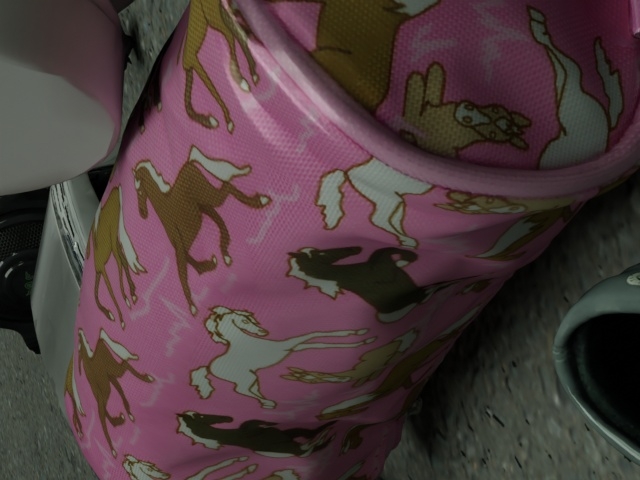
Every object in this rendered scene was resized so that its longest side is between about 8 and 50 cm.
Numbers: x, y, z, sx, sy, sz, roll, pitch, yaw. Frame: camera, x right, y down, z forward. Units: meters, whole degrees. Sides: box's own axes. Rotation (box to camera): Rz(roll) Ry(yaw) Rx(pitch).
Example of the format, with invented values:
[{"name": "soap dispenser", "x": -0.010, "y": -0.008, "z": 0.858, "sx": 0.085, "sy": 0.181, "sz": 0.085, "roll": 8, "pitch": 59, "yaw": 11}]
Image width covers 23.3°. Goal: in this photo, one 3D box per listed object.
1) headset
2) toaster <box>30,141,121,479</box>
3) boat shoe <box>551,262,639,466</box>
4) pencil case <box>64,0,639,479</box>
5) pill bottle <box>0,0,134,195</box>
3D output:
[{"name": "headset", "x": -0.223, "y": -0.060, "z": 1.247, "sx": 0.394, "sy": 0.185, "sz": 0.243, "roll": 92, "pitch": 162, "yaw": -70}, {"name": "toaster", "x": -0.106, "y": 0.037, "z": 0.977, "sx": 0.146, "sy": 0.129, "sz": 0.227, "roll": 108, "pitch": 145, "yaw": -46}, {"name": "boat shoe", "x": 0.171, "y": 0.079, "z": 0.358, "sx": 0.319, "sy": 0.099, "sz": 0.116, "roll": -137, "pitch": 39, "yaw": -54}, {"name": "pencil case", "x": 0.000, "y": 0.000, "z": 0.637, "sx": 0.160, "sy": 0.167, "sz": 0.386, "roll": 52, "pitch": 151, "yaw": 14}, {"name": "pill bottle", "x": -0.146, "y": -0.195, "z": 0.601, "sx": 0.188, "sy": 0.188, "sz": 0.334, "roll": 132, "pitch": 139, "yaw": -64}]
